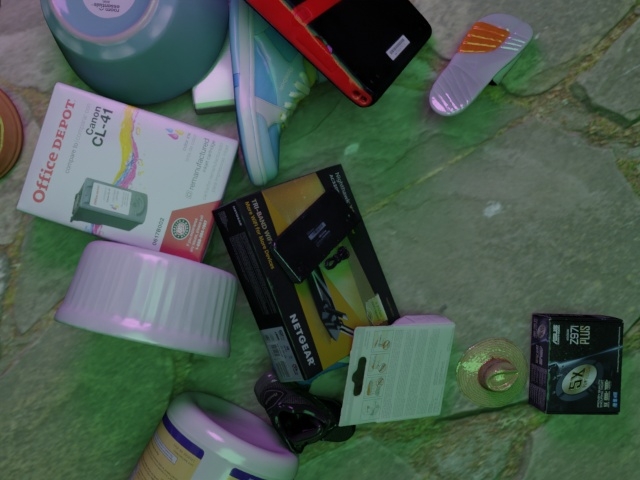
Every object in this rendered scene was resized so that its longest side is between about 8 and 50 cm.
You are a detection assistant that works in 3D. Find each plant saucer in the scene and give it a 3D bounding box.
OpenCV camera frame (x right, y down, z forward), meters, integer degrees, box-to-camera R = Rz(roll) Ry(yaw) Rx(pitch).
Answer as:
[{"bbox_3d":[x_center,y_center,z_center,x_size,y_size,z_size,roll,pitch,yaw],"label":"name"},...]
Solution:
[{"bbox_3d":[-0.603,-0.180,1.124,0.200,0.037,0.199,-4,104,-14],"label":"plant saucer"}]

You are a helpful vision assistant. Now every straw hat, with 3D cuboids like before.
[{"bbox_3d":[0.333,0.254,1.264,0.145,0.061,0.144,0,90,-7],"label":"straw hat"}]

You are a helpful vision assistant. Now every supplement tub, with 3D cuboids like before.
[{"bbox_3d":[-0.208,0.443,1.103,0.241,0.241,0.331,29,87,-7],"label":"supplement tub"}]

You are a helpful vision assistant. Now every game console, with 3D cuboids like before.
[{"bbox_3d":[0.015,-0.400,1.098,0.342,0.386,0.060,46,128,-9],"label":"game console"}]

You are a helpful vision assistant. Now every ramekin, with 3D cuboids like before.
[{"bbox_3d":[-0.265,0.094,1.083,0.277,0.277,0.135,14,81,-7],"label":"ramekin"}]

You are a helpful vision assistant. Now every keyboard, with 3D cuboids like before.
[{"bbox_3d":[0.000,0.000,1.106,0.108,0.023,0.180,51,53,-9],"label":"keyboard"}]

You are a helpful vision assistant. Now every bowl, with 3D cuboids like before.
[{"bbox_3d":[-0.318,-0.388,1.089,0.312,0.163,0.311,0,92,7],"label":"bowl"}]

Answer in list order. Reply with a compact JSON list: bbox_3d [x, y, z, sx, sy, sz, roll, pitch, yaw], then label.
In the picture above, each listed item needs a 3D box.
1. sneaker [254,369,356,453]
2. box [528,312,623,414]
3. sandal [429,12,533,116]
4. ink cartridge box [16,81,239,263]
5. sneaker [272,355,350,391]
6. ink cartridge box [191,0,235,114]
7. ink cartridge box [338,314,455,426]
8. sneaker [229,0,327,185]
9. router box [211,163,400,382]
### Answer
[{"bbox_3d":[-0.010,0.317,1.150,0.087,0.130,0.227,-43,127,7],"label":"sneaker"},{"bbox_3d":[0.480,0.230,1.275,0.148,0.077,0.180,3,90,-7],"label":"box"},{"bbox_3d":[0.284,-0.313,1.245,0.102,0.076,0.265,37,73,17],"label":"sandal"},{"bbox_3d":[-0.314,-0.105,1.141,0.306,0.131,0.226,17,88,-9],"label":"ink cartridge box"},{"bbox_3d":[-0.014,0.236,1.221,0.152,0.058,0.084,2,103,-20],"label":"sneaker"},{"bbox_3d":[-0.155,-0.352,1.198,0.171,0.056,0.234,-9,90,-8],"label":"ink cartridge box"},{"bbox_3d":[0.127,0.225,1.187,0.225,0.056,0.180,3,100,-30],"label":"ink cartridge box"},{"bbox_3d":[-0.041,-0.254,1.127,0.208,0.127,0.318,-4,92,-7],"label":"sneaker"},{"bbox_3d":[-0.015,0.049,1.148,0.243,0.081,0.308,-25,95,-40],"label":"router box"}]
